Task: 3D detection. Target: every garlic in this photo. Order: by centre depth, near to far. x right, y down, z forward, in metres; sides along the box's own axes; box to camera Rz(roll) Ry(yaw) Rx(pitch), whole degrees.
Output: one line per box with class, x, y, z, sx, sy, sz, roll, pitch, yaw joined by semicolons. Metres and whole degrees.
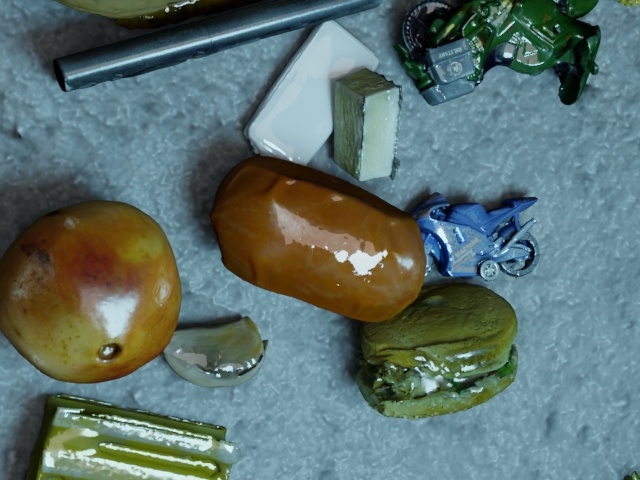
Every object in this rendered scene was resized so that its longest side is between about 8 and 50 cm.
garlic;-0.134;0.139;1.467;0.152;0.066;0.084;-8;72;-19

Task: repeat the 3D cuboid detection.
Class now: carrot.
carrot;-0.089;-0.301;1.419;0.314;0.066;0.066;-22;102;-13

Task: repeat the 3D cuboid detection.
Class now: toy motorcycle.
toy motorcycle;0.231;-0.238;1.498;0.275;0.125;0.187;-21;92;-11
toy motorcycle;0.183;-0.005;1.536;0.205;0.076;0.114;-2;90;-17

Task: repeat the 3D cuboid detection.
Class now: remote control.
remote control;-0.117;-0.237;1.397;0.378;0.107;0.044;-18;98;-14

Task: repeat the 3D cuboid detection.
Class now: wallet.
wallet;-0.013;-0.173;1.475;0.095;0.033;0.190;38;85;-15

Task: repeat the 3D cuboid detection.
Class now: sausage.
sausage;0.001;-0.001;1.430;0.268;0.153;0.141;22;104;-9

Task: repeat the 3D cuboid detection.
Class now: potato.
potato;0.056;-0.134;1.457;0.061;0.086;0.122;-12;121;-27

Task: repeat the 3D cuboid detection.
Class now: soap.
soap;-0.224;0.272;1.445;0.233;0.076;0.135;15;92;-18

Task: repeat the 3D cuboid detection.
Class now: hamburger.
hamburger;0.151;0.138;1.484;0.215;0.189;0.122;-15;111;-14

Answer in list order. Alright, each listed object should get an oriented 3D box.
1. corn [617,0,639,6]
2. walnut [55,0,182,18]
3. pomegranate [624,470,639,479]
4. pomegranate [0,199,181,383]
corn;0.341;-0.392;1.527;0.080;0.080;0.238;-43;108;-7
walnut;-0.225;-0.395;1.259;0.333;0.333;0.332;-2;97;-16
pomegranate;0.447;0.460;1.604;0.236;0.236;0.301;22;63;-18
pomegranate;-0.251;0.059;1.349;0.209;0.209;0.209;-2;97;-16
